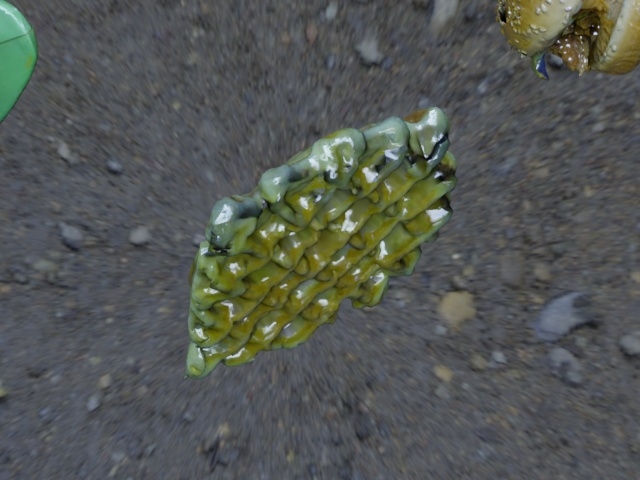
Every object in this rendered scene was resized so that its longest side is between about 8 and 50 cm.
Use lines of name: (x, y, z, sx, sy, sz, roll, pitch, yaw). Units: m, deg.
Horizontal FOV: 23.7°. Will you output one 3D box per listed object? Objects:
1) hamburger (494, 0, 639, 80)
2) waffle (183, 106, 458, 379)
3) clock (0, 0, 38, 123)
hamburger: (0.207, -0.221, 1.169, 0.118, 0.191, 0.182, 9, 83, -10)
waffle: (-0.001, -0.002, 1.028, 0.204, 0.223, 0.054, -21, 60, -24)
clock: (-0.184, -0.008, 0.422, 0.231, 0.144, 0.103, -28, 118, -1)
